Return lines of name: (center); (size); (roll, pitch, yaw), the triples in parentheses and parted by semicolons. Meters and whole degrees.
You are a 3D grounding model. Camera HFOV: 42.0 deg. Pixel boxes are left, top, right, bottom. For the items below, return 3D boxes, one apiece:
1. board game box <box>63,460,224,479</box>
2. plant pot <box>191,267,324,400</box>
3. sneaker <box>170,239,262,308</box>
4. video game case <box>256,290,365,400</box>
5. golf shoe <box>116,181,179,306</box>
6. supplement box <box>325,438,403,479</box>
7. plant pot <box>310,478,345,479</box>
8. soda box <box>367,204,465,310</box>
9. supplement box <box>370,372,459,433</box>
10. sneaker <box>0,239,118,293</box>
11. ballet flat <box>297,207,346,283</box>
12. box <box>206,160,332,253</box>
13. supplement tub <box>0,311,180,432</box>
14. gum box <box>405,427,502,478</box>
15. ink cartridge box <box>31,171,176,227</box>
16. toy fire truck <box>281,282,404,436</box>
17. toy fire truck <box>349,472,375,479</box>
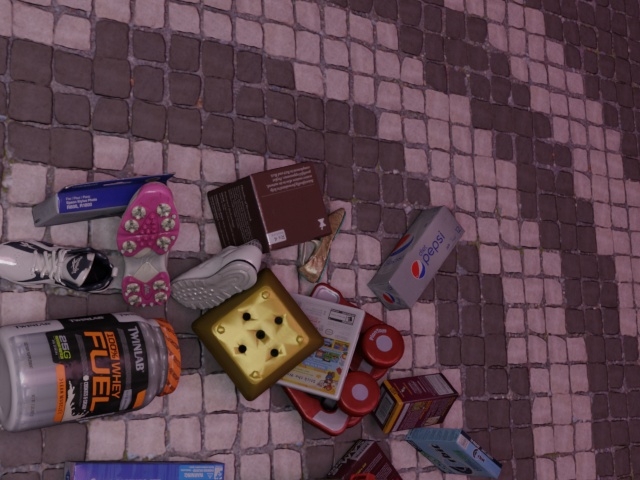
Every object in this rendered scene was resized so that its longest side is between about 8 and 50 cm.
board game box: (-0.348, 0.593, 1.621); (0.318, 0.066, 0.318); (9, 77, -32)
plant pot: (-0.125, 0.191, 1.703); (0.212, 0.187, 0.212); (-38, 88, -8)
sneaker: (-0.215, 0.070, 1.720); (0.090, 0.235, 0.095); (50, 36, -34)
video game case: (-0.037, 0.224, 1.830); (0.226, 0.026, 0.206); (13, 68, 15)
golf shoe: (-0.339, -0.010, 1.615); (0.115, 0.306, 0.140); (4, 43, -16)
supplement box: (0.132, 0.595, 1.938); (0.130, 0.073, 0.239); (-42, 106, -31)
plant pot: (-0.029, 0.613, 1.746); (0.274, 0.256, 0.257); (-14, 89, -51)
soda box: (0.243, 0.042, 2.099); (0.098, 0.091, 0.286); (49, 60, -18)
supplement box: (0.225, 0.389, 2.005); (0.188, 0.081, 0.104); (-1, 127, -34)
sneaker: (-0.491, 0.045, 1.569); (0.235, 0.153, 0.094); (22, 69, -29)
ballet flat: (0.000, 0.000, 1.960); (0.067, 0.073, 0.206); (26, 64, -12)
box: (-0.114, -0.060, 1.810); (0.168, 0.203, 0.167); (-16, 91, -36)
supplement tub: (-0.434, 0.236, 1.550); (0.316, 0.193, 0.194); (-5, 85, -35)
gum box: (0.319, 0.511, 2.010); (0.157, 0.184, 0.041); (43, 61, -21)
ink cartridge box: (-0.414, -0.075, 1.599); (0.223, 0.224, 0.045); (-11, 87, -34)
toy fire truck: (0.028, 0.274, 1.893); (0.253, 0.169, 0.302); (30, 65, 2)
toy fire truck: (0.104, 0.595, 1.727); (0.135, 0.047, 0.192); (43, 43, -39)
